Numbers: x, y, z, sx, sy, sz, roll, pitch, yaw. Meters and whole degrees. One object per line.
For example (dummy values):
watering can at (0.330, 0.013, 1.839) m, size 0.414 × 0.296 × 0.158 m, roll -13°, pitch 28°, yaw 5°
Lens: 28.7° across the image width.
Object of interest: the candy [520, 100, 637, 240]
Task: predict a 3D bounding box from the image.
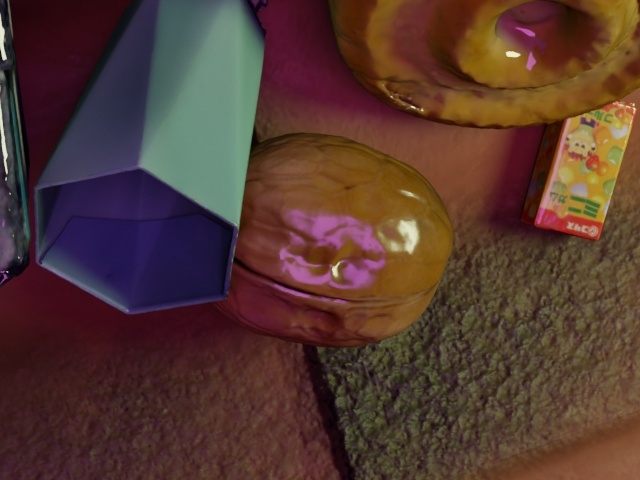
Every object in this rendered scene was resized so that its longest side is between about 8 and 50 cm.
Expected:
candy at (0.219, -0.066, 1.069) m, size 0.062 × 0.038 × 0.122 m, roll 12°, pitch 98°, yaw -15°

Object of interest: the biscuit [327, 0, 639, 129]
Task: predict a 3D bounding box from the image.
biscuit at (0.150, -0.182, 0.918) m, size 0.296 × 0.296 × 0.102 m, roll 5°, pitch 55°, yaw -14°

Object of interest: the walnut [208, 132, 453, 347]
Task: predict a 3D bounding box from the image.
walnut at (0.000, 0.000, 0.970) m, size 0.207 × 0.167 × 0.167 m, roll 9°, pitch 98°, yaw -12°

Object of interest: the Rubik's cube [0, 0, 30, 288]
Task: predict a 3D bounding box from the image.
Rubik's cube at (-0.369, -0.157, 0.754) m, size 0.362 × 0.363 × 0.358 m, roll -10°, pitch 104°, yaw -15°

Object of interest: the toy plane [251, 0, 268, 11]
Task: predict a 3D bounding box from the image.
toy plane at (-0.015, -0.251, 0.956) m, size 0.262 × 0.088 × 0.192 m, roll 4°, pitch 104°, yaw -11°

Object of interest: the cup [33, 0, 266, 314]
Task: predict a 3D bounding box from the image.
cup at (-0.105, -0.084, 0.881) m, size 0.148 × 0.235 × 0.134 m, roll -6°, pitch 138°, yaw 19°
